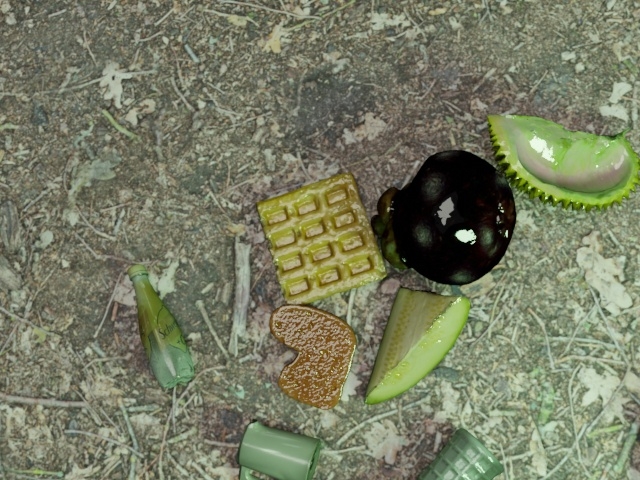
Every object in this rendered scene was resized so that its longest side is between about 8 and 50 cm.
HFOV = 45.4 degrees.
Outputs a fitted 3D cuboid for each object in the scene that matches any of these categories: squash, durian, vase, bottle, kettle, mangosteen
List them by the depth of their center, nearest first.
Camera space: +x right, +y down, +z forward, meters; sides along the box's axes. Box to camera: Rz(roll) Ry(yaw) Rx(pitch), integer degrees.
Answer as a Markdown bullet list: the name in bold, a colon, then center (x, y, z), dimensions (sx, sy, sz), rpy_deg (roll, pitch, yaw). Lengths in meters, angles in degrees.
- **vase**: center (0.204, 0.496, 1.432), dimensions (0.299, 0.143, 0.143), rpy_deg (-45, 76, -7)
- **durian**: center (0.483, -0.150, 1.499), dimensions (0.352, 0.158, 0.169), rpy_deg (5, 111, -20)
- **mangosteen**: center (0.239, -0.041, 1.503), dimensions (0.233, 0.288, 0.287), rpy_deg (24, 79, -24)
- **squash**: center (0.199, 0.228, 1.504), dimensions (0.169, 0.093, 0.252), rpy_deg (5, 72, 53)
- **kettle**: center (-0.083, 0.428, 1.509), dimensions (0.148, 0.126, 0.098), rpy_deg (13, 47, 12)
- **bottle**: center (-0.342, 0.173, 1.592), dimensions (0.083, 0.083, 0.269), rpy_deg (-25, 74, 0)

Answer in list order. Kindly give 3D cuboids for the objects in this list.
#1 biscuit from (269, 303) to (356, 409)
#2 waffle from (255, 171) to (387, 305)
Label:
- **biscuit**: center (-0.028, 0.231, 1.547), dimensions (0.186, 0.036, 0.192), rpy_deg (17, 87, -3)
- **waffle**: center (0.000, 0.000, 1.606), dimensions (0.221, 0.055, 0.247), rpy_deg (-18, 75, 2)
